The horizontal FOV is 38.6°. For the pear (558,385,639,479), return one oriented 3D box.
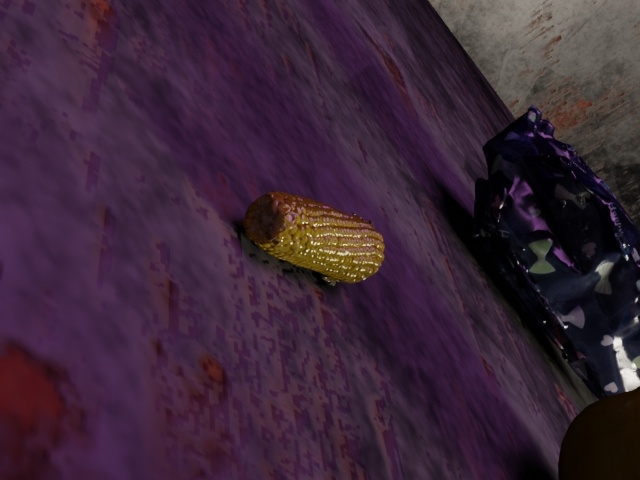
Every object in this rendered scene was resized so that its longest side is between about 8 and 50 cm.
[{"bbox_3d":[0.196,0.133,0.432,0.162,0.149,0.149,56,16,14],"label":"pear"}]

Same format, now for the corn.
[{"bbox_3d":[0.000,0.000,0.349,0.083,0.028,0.027,20,44,-57],"label":"corn"}]

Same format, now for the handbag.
[{"bbox_3d":[0.211,0.026,0.733,0.260,0.113,0.162,52,22,-15],"label":"handbag"}]
